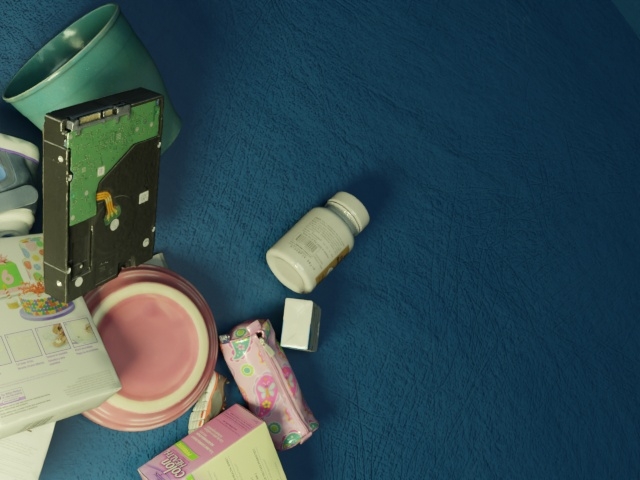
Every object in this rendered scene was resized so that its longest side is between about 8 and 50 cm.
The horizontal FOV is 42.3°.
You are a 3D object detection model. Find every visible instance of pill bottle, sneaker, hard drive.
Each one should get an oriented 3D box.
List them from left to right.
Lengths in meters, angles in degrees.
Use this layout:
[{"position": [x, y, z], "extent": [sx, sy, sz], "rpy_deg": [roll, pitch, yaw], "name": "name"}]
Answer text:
[{"position": [-0.670, -0.087, 1.484], "extent": [0.323, 0.130, 0.236], "rpy_deg": [12, 75, -33], "name": "sneaker"}, {"position": [-0.381, -0.083, 1.453], "extent": [0.237, 0.064, 0.338], "rpy_deg": [-35, 142, -53], "name": "hard drive"}, {"position": [-0.225, 0.353, 1.725], "extent": [0.065, 0.061, 0.157], "rpy_deg": [24, 74, -31], "name": "sneaker"}, {"position": [0.000, 0.000, 1.841], "extent": [0.229, 0.131, 0.131], "rpy_deg": [-45, 106, -25], "name": "pill bottle"}]

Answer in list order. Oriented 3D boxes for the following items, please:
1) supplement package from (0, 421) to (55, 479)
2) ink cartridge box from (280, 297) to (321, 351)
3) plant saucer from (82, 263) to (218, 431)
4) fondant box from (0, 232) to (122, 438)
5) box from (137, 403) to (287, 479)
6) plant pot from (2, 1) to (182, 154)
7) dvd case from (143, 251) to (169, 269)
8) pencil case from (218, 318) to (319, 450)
[{"position": [-0.552, 0.334, 1.449], "extent": [0.134, 0.139, 0.244], "rpy_deg": [28, 43, -24], "name": "supplement package"}, {"position": [-0.041, 0.188, 1.807], "extent": [0.060, 0.180, 0.104], "rpy_deg": [5, 81, 7], "name": "ink cartridge box"}, {"position": [-0.350, 0.209, 1.623], "extent": [0.332, 0.084, 0.331], "rpy_deg": [3, 84, -28], "name": "plant saucer"}, {"position": [-0.523, 0.157, 1.431], "extent": [0.238, 0.096, 0.330], "rpy_deg": [-10, 68, -50], "name": "fondant box"}, {"position": [-0.203, 0.491, 1.657], "extent": [0.243, 0.117, 0.213], "rpy_deg": [-31, 117, -28], "name": "box"}, {"position": [-0.410, -0.267, 1.584], "extent": [0.271, 0.272, 0.255], "rpy_deg": [-54, 123, -22], "name": "plant pot"}, {"position": [-0.395, 0.148, 1.668], "extent": [0.239, 0.030, 0.179], "rpy_deg": [-24, 96, -29], "name": "dvd case"}, {"position": [-0.110, 0.301, 1.758], "extent": [0.124, 0.124, 0.284], "rpy_deg": [-28, 99, -28], "name": "pencil case"}]
